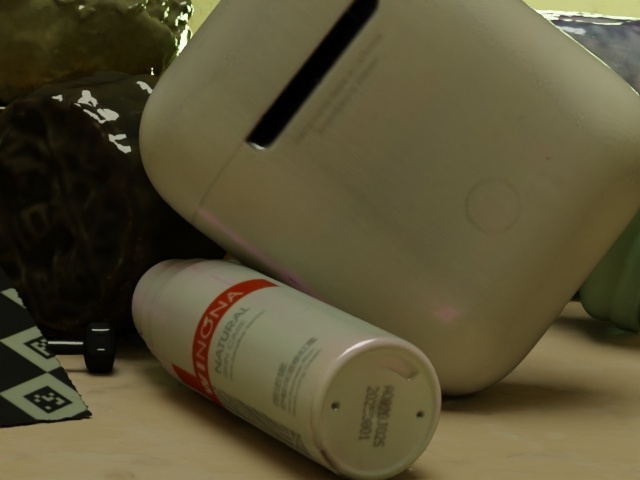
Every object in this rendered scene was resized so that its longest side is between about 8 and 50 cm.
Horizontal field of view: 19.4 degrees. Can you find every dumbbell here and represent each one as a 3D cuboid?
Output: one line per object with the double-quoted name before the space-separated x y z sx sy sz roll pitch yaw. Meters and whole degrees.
"dumbbell" -0.199 0.082 1.439 0.083 0.040 0.036 1 42 -11

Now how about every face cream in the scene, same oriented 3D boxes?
"face cream" -0.042 0.077 1.325 0.102 0.102 0.345 -3 11 -28

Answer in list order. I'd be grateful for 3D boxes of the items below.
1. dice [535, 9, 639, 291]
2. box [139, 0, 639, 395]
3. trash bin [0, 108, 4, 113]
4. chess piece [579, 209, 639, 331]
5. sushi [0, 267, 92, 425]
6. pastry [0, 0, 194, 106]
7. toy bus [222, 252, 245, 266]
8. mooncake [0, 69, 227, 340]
"dice" 0.217 -0.099 1.925 0.270 0.270 0.271 6 9 16
"box" 0.059 -0.073 1.420 0.349 0.288 0.141 38 -1 3
"trash bin" -0.383 -0.049 1.801 0.344 0.158 0.223 2 10 -1
"chess piece" 0.206 -0.065 1.704 0.299 0.194 0.194 30 20 20
"sushi" -0.343 0.087 1.339 0.290 0.050 0.264 -2 31 -30
"pastry" -0.273 -0.197 1.822 0.330 0.136 0.329 1 7 0
"toy bus" -0.126 -0.034 1.850 0.167 0.138 0.275 0 8 -7
"mooncake" -0.193 -0.027 1.545 0.228 0.228 0.124 9 12 33
